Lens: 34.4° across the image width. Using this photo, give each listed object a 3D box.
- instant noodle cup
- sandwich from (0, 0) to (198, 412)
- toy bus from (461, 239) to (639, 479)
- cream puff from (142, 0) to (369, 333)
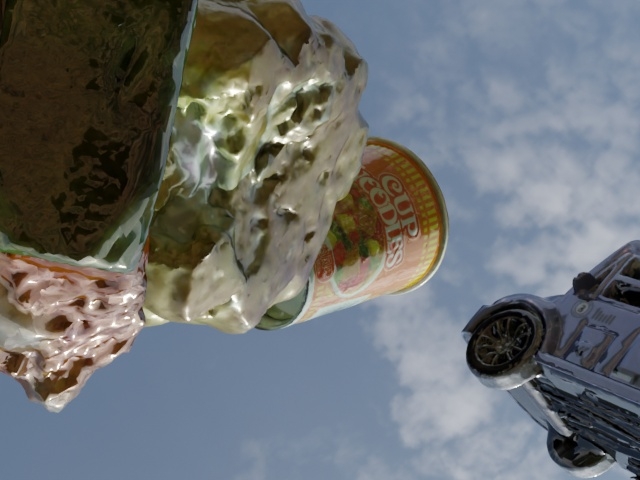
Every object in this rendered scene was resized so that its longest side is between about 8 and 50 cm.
[{"bbox_3d":[0.000,0.000,0.951,0.185,0.168,0.168,-22,-105,-49],"label":"instant noodle cup"},{"bbox_3d":[-0.135,-0.029,0.443,0.162,0.301,0.250,25,-127,25],"label":"sandwich"},{"bbox_3d":[0.217,0.086,0.571,0.133,0.292,0.125,-50,-58,-13],"label":"toy bus"},{"bbox_3d":[-0.094,-0.068,0.738,0.185,0.282,0.282,27,-120,26],"label":"cream puff"}]
